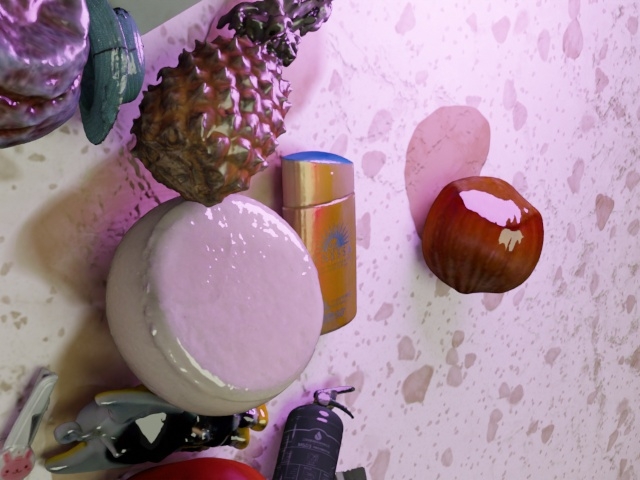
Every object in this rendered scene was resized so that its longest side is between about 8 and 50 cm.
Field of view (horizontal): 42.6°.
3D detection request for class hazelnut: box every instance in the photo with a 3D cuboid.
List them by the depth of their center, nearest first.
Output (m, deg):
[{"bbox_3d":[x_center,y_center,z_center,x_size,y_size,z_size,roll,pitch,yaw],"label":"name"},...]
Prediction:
[{"bbox_3d":[0.283,-0.012,1.451,0.210,0.210,0.186,49,39,-40],"label":"hazelnut"}]

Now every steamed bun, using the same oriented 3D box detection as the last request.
[{"bbox_3d":[-0.144,0.082,1.047,0.283,0.177,0.283,14,66,-35],"label":"steamed bun"}]

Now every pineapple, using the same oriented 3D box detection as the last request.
[{"bbox_3d":[-0.086,-0.206,1.013,0.361,0.175,0.175,-56,134,-33],"label":"pineapple"}]

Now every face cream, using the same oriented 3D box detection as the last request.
[{"bbox_3d":[0.000,0.000,1.250,0.139,0.067,0.285,-19,115,-41],"label":"face cream"}]

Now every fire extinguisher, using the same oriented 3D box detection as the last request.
[{"bbox_3d":[-0.017,0.358,1.275,0.095,0.114,0.311,113,-9,-55],"label":"fire extinguisher"}]

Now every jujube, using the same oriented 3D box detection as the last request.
[{"bbox_3d":[-0.355,-0.207,0.753,0.308,0.215,0.246,32,50,-43],"label":"jujube"}]

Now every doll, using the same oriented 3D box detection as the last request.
[{"bbox_3d":[-0.205,0.245,1.094,0.316,0.145,0.103,12,63,-43],"label":"doll"}]

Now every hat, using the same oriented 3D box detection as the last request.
[{"bbox_3d":[-0.235,-0.204,0.917,0.078,0.138,0.191,-11,107,-24],"label":"hat"}]

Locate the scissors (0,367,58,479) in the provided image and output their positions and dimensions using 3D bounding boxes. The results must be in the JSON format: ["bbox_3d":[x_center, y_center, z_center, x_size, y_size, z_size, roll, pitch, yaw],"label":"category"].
[{"bbox_3d":[-0.380,0.270,1.000,0.118,0.030,0.242,23,90,-45],"label":"scissors"}]

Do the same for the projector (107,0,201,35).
[{"bbox_3d":[-0.174,-0.395,0.898,0.259,0.079,0.257,-29,129,5],"label":"projector"}]

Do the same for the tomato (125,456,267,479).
[{"bbox_3d":[-0.170,0.386,1.098,0.260,0.260,0.180,7,69,-44],"label":"tomato"}]

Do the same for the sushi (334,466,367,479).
[{"bbox_3d":[0.002,0.488,1.300,0.192,0.050,0.215,-11,90,-6],"label":"sushi"}]
